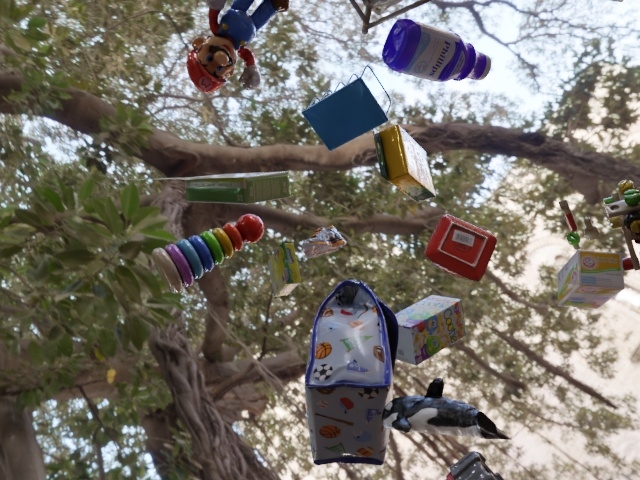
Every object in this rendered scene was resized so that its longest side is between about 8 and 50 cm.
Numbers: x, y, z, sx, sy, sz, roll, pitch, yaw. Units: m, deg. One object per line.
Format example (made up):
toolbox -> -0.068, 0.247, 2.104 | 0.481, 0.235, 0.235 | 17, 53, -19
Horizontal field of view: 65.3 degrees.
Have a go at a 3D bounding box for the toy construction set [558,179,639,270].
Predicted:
toy construction set -> 0.802, -0.078, 1.353 | 0.237, 0.309, 0.257 | 47, -117, -35

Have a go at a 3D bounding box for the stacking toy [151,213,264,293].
stacking toy -> -0.311, 0.022, 1.460 | 0.330, 0.141, 0.141 | -28, -52, -25

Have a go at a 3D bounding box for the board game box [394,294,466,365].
board game box -> 0.371, 0.311, 1.775 | 0.275, 0.144, 0.141 | -19, -77, -36

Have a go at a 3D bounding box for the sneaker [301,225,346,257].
sneaker -> 0.000, 0.000, 1.617 | 0.084, 0.083, 0.215 | -33, -13, 28

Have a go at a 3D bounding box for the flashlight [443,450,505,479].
flashlight -> 0.135, 0.428, 0.694 | 0.304, 0.103, 0.103 | -41, -30, 3

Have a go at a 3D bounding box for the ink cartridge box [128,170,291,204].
ink cartridge box -> -0.193, -0.094, 0.905 | 0.235, 0.171, 0.056 | -16, -73, -50

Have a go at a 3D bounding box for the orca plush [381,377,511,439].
orca plush -> 0.217, 0.312, 0.948 | 0.151, 0.287, 0.102 | 6, -107, -17

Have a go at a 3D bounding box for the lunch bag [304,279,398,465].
lunch bag -> 0.085, 0.339, 1.336 | 0.239, 0.385, 0.327 | 1, -57, 2

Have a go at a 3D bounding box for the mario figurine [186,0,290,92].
mario figurine -> -0.211, -0.509, 1.251 | 0.320, 0.198, 0.170 | -53, -8, 5

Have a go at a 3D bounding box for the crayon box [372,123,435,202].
crayon box -> 0.311, -0.282, 1.825 | 0.323, 0.083, 0.202 | 21, -125, -53

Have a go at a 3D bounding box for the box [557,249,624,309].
box -> 0.744, 0.112, 1.387 | 0.203, 0.114, 0.103 | 70, -153, -65

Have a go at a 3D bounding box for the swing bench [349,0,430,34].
swing bench -> 0.196, -0.675, 1.196 | 0.165, 0.253, 0.254 | 44, -122, -35

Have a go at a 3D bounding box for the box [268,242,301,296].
box -> -0.092, 0.074, 1.273 | 0.043, 0.179, 0.105 | -8, -105, -17

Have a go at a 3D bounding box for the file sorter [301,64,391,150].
file sorter -> 0.067, -0.317, 1.186 | 0.118, 0.170, 0.104 | 50, -142, -25

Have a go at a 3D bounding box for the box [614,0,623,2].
box -> 0.475, -0.540, 0.871 | 0.119, 0.182, 0.180 | 3, -75, -69

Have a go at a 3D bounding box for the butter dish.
butter dish -> 0.367, 0.037, 1.343 | 0.159, 0.160, 0.118 | -58, -14, -26

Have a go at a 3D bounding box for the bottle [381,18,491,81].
bottle -> 0.289, -0.445, 1.207 | 0.283, 0.092, 0.118 | 3, -50, -29
